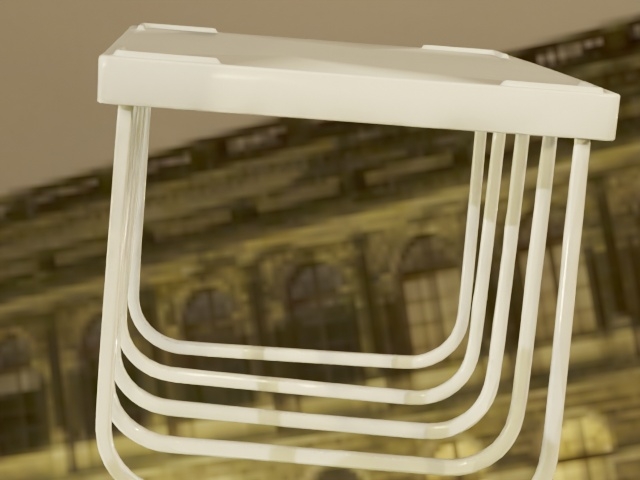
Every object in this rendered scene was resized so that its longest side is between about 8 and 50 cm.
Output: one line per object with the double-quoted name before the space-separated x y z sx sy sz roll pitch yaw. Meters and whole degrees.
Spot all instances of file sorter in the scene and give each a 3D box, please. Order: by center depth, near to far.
"file sorter" 0.000 0.000 0.829 0.193 0.173 0.278 5 9 -4
